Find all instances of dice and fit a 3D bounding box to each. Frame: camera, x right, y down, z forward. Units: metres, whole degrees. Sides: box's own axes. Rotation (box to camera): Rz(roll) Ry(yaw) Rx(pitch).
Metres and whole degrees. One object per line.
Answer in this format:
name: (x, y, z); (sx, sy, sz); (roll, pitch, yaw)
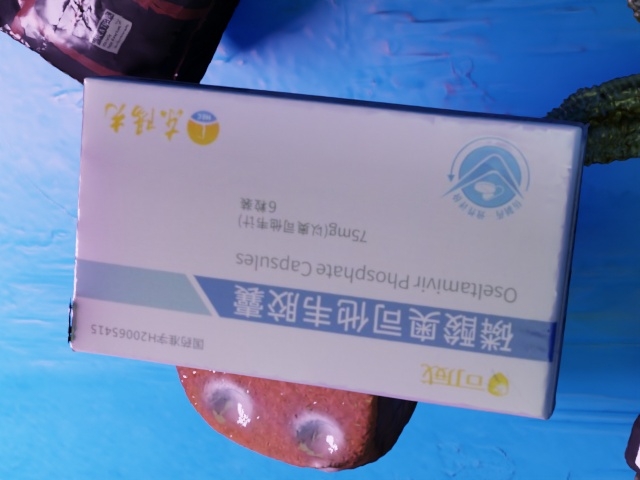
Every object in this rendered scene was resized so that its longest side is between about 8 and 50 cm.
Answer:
dice: (-0.006, 0.066, 1.148); (0.179, 0.175, 0.174); (15, 125, 15)

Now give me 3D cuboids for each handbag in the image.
handbag: (-0.140, -0.207, 1.052); (0.169, 0.155, 0.215); (35, 134, 1)

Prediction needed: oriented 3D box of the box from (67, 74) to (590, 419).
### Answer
box: (0.000, 0.000, 0.987); (0.343, 0.065, 0.200); (7, 102, 12)

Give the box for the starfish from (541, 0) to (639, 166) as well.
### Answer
starfish: (0.293, -0.085, 0.962); (0.358, 0.078, 0.347); (25, 102, 8)

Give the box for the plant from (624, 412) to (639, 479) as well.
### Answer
plant: (0.308, 0.129, 1.059); (0.142, 0.164, 0.256); (13, 113, 17)
